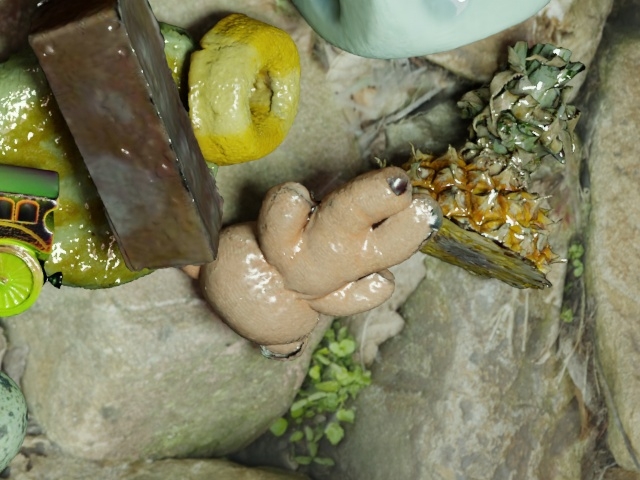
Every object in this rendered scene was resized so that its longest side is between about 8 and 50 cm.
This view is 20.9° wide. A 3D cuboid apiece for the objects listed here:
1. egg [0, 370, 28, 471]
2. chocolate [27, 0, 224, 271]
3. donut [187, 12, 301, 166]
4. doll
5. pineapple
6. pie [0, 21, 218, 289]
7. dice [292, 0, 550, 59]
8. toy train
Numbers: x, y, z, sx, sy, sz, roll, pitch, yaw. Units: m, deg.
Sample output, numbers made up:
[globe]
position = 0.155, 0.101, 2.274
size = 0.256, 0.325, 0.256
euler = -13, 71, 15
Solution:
[egg]
position = -0.397, 0.204, 1.862
size = 0.172, 0.132, 0.132
euler = -29, 119, -7
[chocolate]
position = -0.199, -0.121, 1.785
size = 0.112, 0.112, 0.321
euler = -13, 122, 10
[donut]
position = -0.077, -0.163, 1.905
size = 0.178, 0.065, 0.162
euler = -59, 142, -41
[doll]
position = 0.000, 0.000, 1.979
size = 0.303, 0.156, 0.201
euler = -32, 114, 22
[pineapple]
position = 0.211, -0.113, 2.061
size = 0.262, 0.262, 0.272
euler = 32, 78, -34
[pie]
position = -0.243, -0.090, 1.886
size = 0.323, 0.070, 0.323
euler = -11, 114, -27
[dice]
position = 0.101, -0.362, 1.865
size = 0.268, 0.264, 0.263
euler = -24, 117, -22
[toy train]
position = -0.406, -0.012, 1.760
size = 0.296, 0.100, 0.161
euler = 6, 110, -12
